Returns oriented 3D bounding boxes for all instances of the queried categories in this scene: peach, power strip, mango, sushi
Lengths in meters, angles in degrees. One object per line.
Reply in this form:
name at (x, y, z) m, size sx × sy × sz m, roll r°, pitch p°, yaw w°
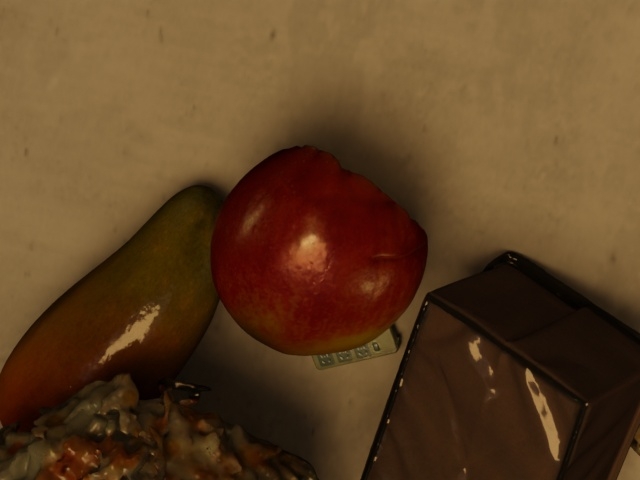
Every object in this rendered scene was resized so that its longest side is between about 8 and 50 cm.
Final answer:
peach at (0.000, 0.000, 1.514) m, size 0.190 × 0.190 × 0.192 m, roll 27°, pitch 121°, yaw 1°
power strip at (0.029, 0.091, 1.640) m, size 0.090 × 0.016 × 0.040 m, roll -14°, pitch 108°, yaw 18°
mango at (-0.179, 0.082, 1.611) m, size 0.129 × 0.146 × 0.289 m, roll 39°, pitch 114°, yaw -9°
sushi at (-0.187, 0.288, 1.591) m, size 0.418 × 0.176 × 0.417 m, roll 0°, pitch 143°, yaw 0°

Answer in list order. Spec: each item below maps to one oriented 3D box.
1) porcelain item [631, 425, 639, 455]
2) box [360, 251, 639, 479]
porcelain item at (0.303, 0.163, 1.589) m, size 0.213 × 0.054 × 0.084 m, roll 41°, pitch 118°, yaw -6°
box at (0.157, 0.173, 1.539) m, size 0.188 × 0.153 × 0.252 m, roll 34°, pitch 119°, yaw 27°
